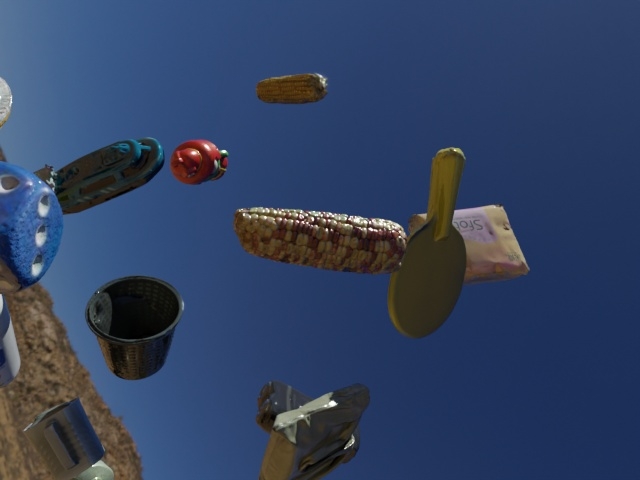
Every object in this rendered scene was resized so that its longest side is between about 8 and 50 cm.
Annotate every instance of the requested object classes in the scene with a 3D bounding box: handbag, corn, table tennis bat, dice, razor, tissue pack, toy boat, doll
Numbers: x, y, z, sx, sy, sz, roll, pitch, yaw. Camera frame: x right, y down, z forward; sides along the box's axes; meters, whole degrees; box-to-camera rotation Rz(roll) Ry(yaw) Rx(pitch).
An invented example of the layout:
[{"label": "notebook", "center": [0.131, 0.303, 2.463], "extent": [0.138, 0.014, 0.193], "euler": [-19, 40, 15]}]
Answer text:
[{"label": "handbag", "center": [-0.017, 0.471, 1.073], "extent": [0.109, 0.253, 0.316], "euler": [48, -42, 39]}, {"label": "corn", "center": [-0.108, -0.562, 1.729], "extent": [0.317, 0.115, 0.115], "euler": [11, -70, 37]}, {"label": "corn", "center": [0.000, 0.000, 0.665], "extent": [0.086, 0.253, 0.086], "euler": [-173, -90, -77]}, {"label": "table tennis bat", "center": [0.213, 0.011, 0.875], "extent": [0.054, 0.224, 0.369], "euler": [19, -74, 48]}, {"label": "dice", "center": [-0.459, -0.016, 0.641], "extent": [0.146, 0.143, 0.146], "euler": [108, -10, -53]}, {"label": "razor", "center": [-0.041, 0.584, 1.500], "extent": [0.114, 0.349, 0.204], "euler": [-62, -171, 15]}, {"label": "tissue pack", "center": [0.379, 0.020, 1.213], "extent": [0.123, 0.256, 0.215], "euler": [107, -26, -61]}, {"label": "toy boat", "center": [-0.528, -0.175, 1.109], "extent": [0.092, 0.298, 0.134], "euler": [66, 0, -61]}, {"label": "doll", "center": [-0.465, -0.292, 1.729], "extent": [0.182, 0.363, 0.160], "euler": [-28, -83, 11]}]

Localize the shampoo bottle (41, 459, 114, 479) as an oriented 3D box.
[{"label": "shampoo bottle", "center": [-0.599, 0.579, 1.163], "extent": [0.234, 0.118, 0.087], "euler": [9, -113, 41]}]

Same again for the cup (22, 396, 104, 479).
[{"label": "cup", "center": [-0.477, 0.373, 0.865], "extent": [0.130, 0.095, 0.128], "euler": [61, -23, -2]}]

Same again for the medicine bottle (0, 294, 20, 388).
[{"label": "medicine bottle", "center": [-0.738, 0.202, 0.997], "extent": [0.130, 0.130, 0.341], "euler": [55, -41, 25]}]

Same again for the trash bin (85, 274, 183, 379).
[{"label": "trash bin", "center": [-0.365, 0.186, 0.917], "extent": [0.175, 0.175, 0.161], "euler": [44, -46, 35]}]

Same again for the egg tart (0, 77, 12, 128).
[{"label": "egg tart", "center": [-0.676, -0.251, 0.813], "extent": [0.234, 0.234, 0.094], "euler": [57, -28, 23]}]
